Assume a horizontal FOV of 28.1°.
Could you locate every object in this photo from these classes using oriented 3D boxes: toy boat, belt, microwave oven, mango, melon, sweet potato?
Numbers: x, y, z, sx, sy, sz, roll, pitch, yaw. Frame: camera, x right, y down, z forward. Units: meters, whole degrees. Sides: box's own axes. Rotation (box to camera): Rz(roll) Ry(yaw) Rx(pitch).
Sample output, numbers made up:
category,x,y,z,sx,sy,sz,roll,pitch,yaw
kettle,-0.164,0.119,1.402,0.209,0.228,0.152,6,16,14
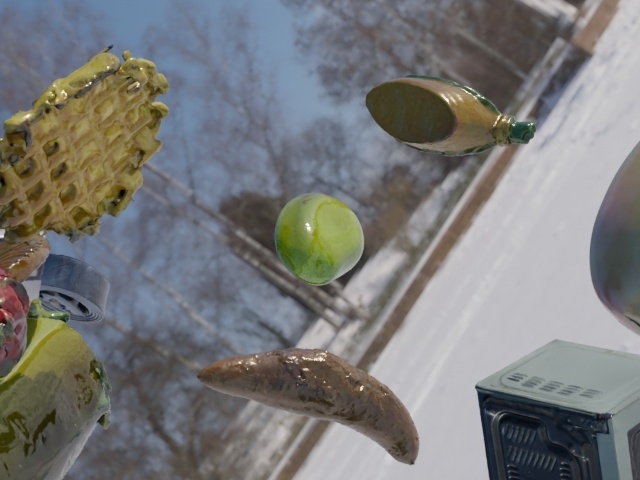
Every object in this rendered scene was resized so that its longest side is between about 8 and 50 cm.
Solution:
category,x,y,z,sx,sy,sz,roll,pitch,yaw
toy boat,0.139,-0.145,1.490,0.088,0.229,0.089,-4,-71,-46
belt,-0.470,0.088,2.369,0.190,0.141,0.082,50,-136,-57
microwave oven,0.225,0.206,1.059,0.122,0.162,0.208,-23,-71,-39
mango,-0.004,-0.005,1.627,0.089,0.117,0.163,-39,-4,20
melon,0.456,-0.027,1.541,0.317,0.223,0.223,-57,-7,5
sweet potato,0.001,0.211,1.794,0.114,0.341,0.092,-65,14,13

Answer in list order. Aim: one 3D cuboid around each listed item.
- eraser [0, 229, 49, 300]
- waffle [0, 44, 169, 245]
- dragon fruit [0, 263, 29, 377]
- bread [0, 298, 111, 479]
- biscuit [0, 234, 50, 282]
category,x,y,z,sx,sy,sz,roll,pitch,yaw
eraser,-0.583,0.029,2.005,0.287,0.086,0.130,-1,-57,-27
waffle,-0.307,-0.111,1.607,0.262,0.060,0.280,2,-59,-55
dragon fruit,-0.446,0.093,1.454,0.192,0.274,0.193,16,-107,-50
bread,-0.442,0.275,1.736,0.251,0.208,0.376,-63,-6,34
biscuit,-0.514,0.079,1.747,0.318,0.040,0.318,-28,15,8
